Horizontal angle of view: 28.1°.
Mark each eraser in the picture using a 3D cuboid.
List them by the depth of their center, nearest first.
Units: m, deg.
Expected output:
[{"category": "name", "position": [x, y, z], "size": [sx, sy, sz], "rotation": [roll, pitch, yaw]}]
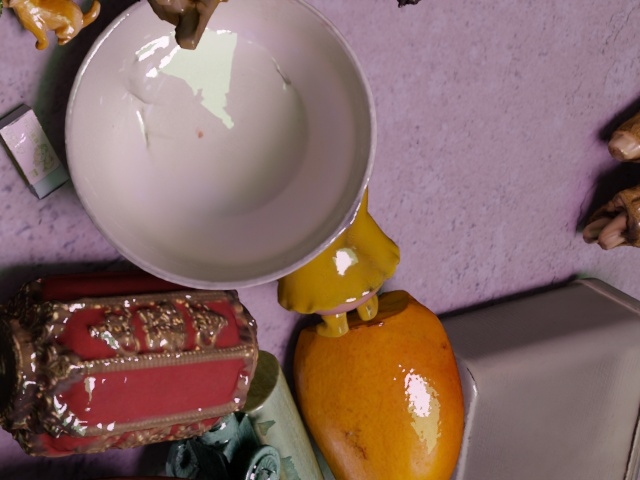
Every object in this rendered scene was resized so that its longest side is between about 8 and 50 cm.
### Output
[{"category": "eraser", "position": [-0.262, -0.079, 1.163], "size": [0.038, 0.019, 0.083], "rotation": [-39, 132, -21]}]

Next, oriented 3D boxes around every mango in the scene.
[{"category": "mango", "position": [0.078, 0.201, 1.457], "size": [0.187, 0.138, 0.257], "rotation": [-20, 96, -1]}]

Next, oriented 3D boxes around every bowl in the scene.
[{"category": "bowl", "position": [-0.085, -0.092, 1.176], "size": [0.277, 0.277, 0.145], "rotation": [-60, 178, 0]}]

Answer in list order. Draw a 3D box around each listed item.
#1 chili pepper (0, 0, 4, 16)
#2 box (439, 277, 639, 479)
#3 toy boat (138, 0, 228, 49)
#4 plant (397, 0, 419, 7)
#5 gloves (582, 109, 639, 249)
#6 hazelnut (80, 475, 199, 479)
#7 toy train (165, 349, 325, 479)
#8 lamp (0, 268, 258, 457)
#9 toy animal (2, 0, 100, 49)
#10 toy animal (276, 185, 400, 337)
[{"category": "chili pepper", "position": [-0.338, -0.178, 1.012], "size": [0.182, 0.073, 0.050], "rotation": [-32, 152, -31]}, {"category": "box", "position": [0.254, 0.252, 1.662], "size": [0.344, 0.177, 0.352], "rotation": [-9, 117, -36]}, {"category": "toy boat", "position": [-0.067, -0.288, 1.097], "size": [0.310, 0.115, 0.089], "rotation": [-62, 150, -33]}, {"category": "plant", "position": [0.056, -0.295, 1.291], "size": [0.174, 0.085, 0.087], "rotation": [22, 72, -39]}, {"category": "gloves", "position": [0.490, -0.101, 1.697], "size": [0.356, 0.155, 0.203], "rotation": [-38, 127, -16]}, {"category": "hazelnut", "position": [-0.162, 0.380, 1.187], "size": [0.372, 0.372, 0.315], "rotation": [-44, 127, -15]}, {"category": "toy train", "position": [-0.054, 0.270, 1.428], "size": [0.189, 0.126, 0.307], "rotation": [-48, 135, -33]}, {"category": "lamp", "position": [-0.189, 0.114, 1.224], "size": [0.274, 0.177, 0.177], "rotation": [-3, 113, -42]}, {"category": "toy animal", "position": [-0.239, -0.209, 1.093], "size": [0.081, 0.060, 0.083], "rotation": [-14, 131, 12]}, {"category": "toy animal", "position": [0.004, -0.003, 1.339], "size": [0.156, 0.156, 0.229], "rotation": [-36, 127, -22]}]
